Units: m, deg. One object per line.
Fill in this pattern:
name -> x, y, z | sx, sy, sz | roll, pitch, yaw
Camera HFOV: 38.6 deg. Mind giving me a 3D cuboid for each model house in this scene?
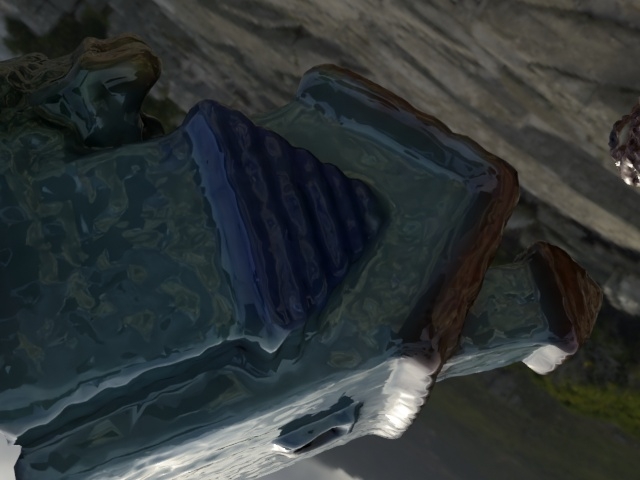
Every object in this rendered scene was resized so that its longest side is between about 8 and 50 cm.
model house -> 0.000, 0.000, 0.515 | 0.295, 0.329, 0.251 | 90, 167, -68

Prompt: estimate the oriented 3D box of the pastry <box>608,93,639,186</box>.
pastry -> 0.296, -0.079, 0.665 | 0.115, 0.097, 0.208 | 33, 172, -11
